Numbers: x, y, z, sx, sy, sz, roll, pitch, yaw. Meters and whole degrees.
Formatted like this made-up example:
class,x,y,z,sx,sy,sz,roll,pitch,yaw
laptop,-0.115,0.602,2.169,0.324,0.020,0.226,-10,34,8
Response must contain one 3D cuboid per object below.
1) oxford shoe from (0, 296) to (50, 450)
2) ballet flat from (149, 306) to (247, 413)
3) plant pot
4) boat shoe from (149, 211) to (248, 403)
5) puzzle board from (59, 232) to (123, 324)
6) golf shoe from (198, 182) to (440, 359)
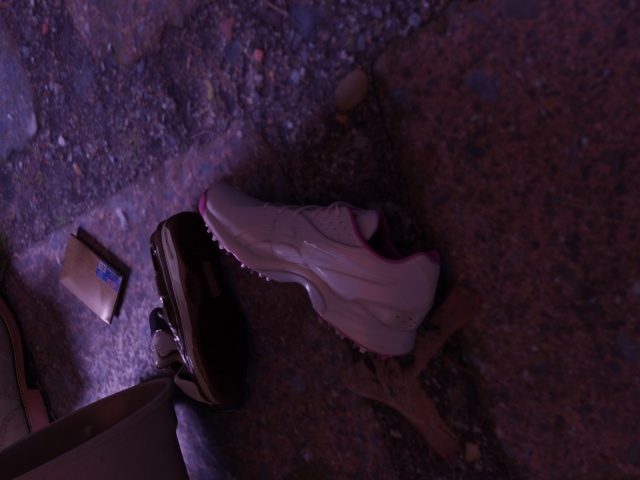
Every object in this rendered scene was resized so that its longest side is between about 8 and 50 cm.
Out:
class,x,y,z,sx,sy,sz,roll,pitch,yaw
oxford shoe,-0.623,0.223,1.231,0.140,0.146,0.397,-27,87,37
ballet flat,-0.191,0.171,0.972,0.203,0.074,0.074,40,122,19
plant pot,-0.296,0.404,0.956,0.334,0.334,0.305,-22,94,36
boat shoe,-0.170,0.094,0.929,0.095,0.095,0.257,-19,80,39
puzzle board,-0.365,0.061,1.096,0.128,0.011,0.096,34,118,21
golf shoe,0.000,0.000,0.783,0.306,0.115,0.140,33,109,15
